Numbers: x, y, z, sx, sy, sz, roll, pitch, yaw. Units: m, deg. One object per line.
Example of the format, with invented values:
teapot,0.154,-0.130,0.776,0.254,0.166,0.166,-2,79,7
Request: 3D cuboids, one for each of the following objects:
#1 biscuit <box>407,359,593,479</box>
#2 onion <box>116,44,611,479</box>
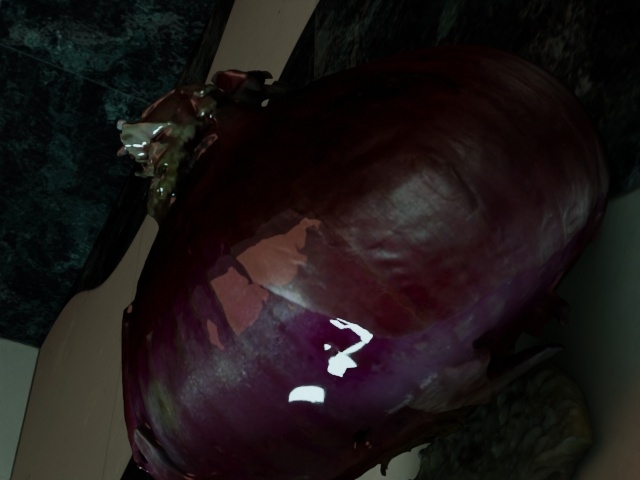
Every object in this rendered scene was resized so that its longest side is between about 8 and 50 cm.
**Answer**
biscuit,0.093,0.148,0.964,0.250,0.032,0.133,-56,18,39
onion,0.000,0.000,0.945,0.347,0.285,0.347,-46,0,0
